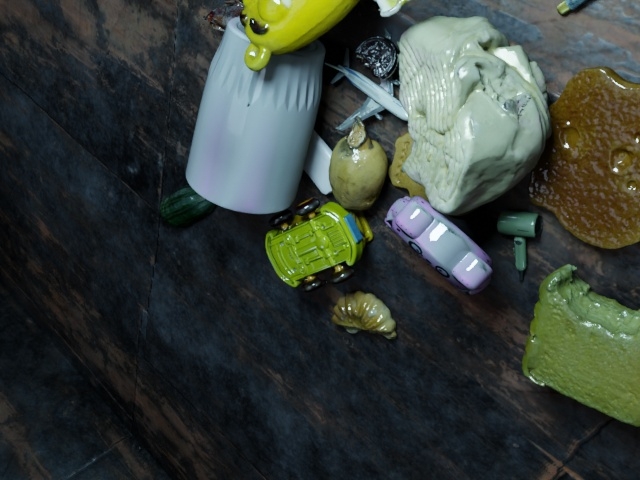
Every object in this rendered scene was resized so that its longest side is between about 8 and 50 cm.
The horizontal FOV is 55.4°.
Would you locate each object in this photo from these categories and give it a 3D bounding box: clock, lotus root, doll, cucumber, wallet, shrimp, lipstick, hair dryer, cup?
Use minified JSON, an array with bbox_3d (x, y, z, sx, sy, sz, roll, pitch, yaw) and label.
[{"bbox_3d":[0.221,0.006,1.127,0.227,0.248,0.090,42,97,5],"label":"clock"},{"bbox_3d":[0.078,-0.153,1.272,0.125,0.118,0.221,13,138,9],"label":"lotus root"},{"bbox_3d":[0.039,-0.497,1.038,0.348,0.161,0.423,2,72,33],"label":"doll"},{"bbox_3d":[-0.382,-0.108,1.769,0.244,0.063,0.115,-23,93,44],"label":"cucumber"},{"bbox_3d":[-0.013,-0.192,1.407,0.190,0.033,0.095,52,137,11],"label":"wallet"},{"bbox_3d":[-0.207,-0.512,1.414,0.190,0.073,0.074,11,73,29],"label":"shrimp"},{"bbox_3d":[0.410,-0.382,0.929,0.116,0.037,0.037,-29,88,49],"label":"lipstick"},{"bbox_3d":[0.375,0.016,1.143,0.071,0.047,0.150,11,123,38],"label":"hair dryer"},{"bbox_3d":[-0.137,-0.258,1.293,0.253,0.253,0.371,35,127,26],"label":"cup"}]

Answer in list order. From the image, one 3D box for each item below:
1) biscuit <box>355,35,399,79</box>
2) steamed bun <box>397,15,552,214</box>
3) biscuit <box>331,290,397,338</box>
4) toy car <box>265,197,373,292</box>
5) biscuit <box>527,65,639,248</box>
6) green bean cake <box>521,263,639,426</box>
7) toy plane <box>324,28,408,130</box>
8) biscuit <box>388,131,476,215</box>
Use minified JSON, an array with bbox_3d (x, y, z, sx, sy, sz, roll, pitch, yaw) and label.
[{"bbox_3d":[0.109,-0.353,1.181,0.089,0.027,0.087,-2,87,21],"label":"biscuit"},{"bbox_3d":[0.258,-0.213,1.014,0.275,0.206,0.320,-142,43,-67],"label":"steamed bun"},{"bbox_3d":[0.094,0.181,1.463,0.183,0.061,0.118,6,111,41],"label":"biscuit"},{"bbox_3d":[0.000,0.000,1.407,0.248,0.142,0.200,-19,98,36],"label":"toy car"},{"bbox_3d":[0.464,-0.126,0.986,0.257,0.049,0.273,37,128,29],"label":"biscuit"},{"bbox_3d":[0.490,0.167,1.045,0.236,0.124,0.233,24,125,33],"label":"green bean cake"},{"bbox_3d":[0.107,-0.302,1.227,0.226,0.058,0.226,38,119,19],"label":"toy plane"},{"bbox_3d":[0.235,-0.126,1.209,0.225,0.036,0.166,33,127,27],"label":"biscuit"}]
